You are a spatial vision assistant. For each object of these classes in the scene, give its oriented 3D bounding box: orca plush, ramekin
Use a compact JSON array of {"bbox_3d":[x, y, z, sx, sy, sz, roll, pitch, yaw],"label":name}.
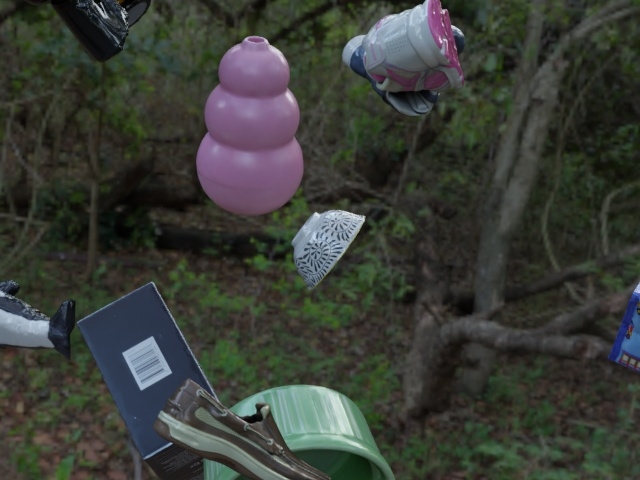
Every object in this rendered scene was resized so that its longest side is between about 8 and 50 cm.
[{"bbox_3d":[-0.458,0.080,1.347,0.287,0.151,0.102,-1,39,26],"label":"orca plush"},{"bbox_3d":[-0.044,0.370,1.510,0.304,0.303,0.148,3,37,-17],"label":"ramekin"}]

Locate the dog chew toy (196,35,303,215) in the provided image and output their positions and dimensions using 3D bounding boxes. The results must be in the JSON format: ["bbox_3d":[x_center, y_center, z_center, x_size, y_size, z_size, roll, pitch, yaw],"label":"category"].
[{"bbox_3d":[-0.128,-0.217,1.787,0.207,0.331,0.206,4,29,-2],"label":"dog chew toy"}]

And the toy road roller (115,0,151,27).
[{"bbox_3d":[-0.350,-0.538,1.680,0.202,0.329,0.240,48,9,0],"label":"toy road roller"}]

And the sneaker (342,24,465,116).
[{"bbox_3d":[0.170,-0.273,1.524,0.226,0.086,0.163,-16,45,-26],"label":"sneaker"}]

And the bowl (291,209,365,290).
[{"bbox_3d":[0.000,0.000,1.731,0.080,0.170,0.170,38,10,-5],"label":"bowl"}]

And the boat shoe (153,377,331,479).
[{"bbox_3d":[-0.084,0.259,1.242,0.257,0.095,0.095,30,-10,-23],"label":"boat shoe"}]

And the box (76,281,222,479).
[{"bbox_3d":[-0.313,0.320,1.958,0.179,0.312,0.343,-30,59,-9],"label":"box"}]

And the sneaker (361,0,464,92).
[{"bbox_3d":[0.112,-0.238,1.196,0.111,0.102,0.252,-13,-5,14],"label":"sneaker"}]

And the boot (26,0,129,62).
[{"bbox_3d":[-0.373,-0.360,1.456,0.094,0.207,0.246,-32,35,6],"label":"boot"}]

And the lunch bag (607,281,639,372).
[{"bbox_3d":[0.601,0.101,1.431,0.221,0.138,0.293,25,41,23],"label":"lunch bag"}]
